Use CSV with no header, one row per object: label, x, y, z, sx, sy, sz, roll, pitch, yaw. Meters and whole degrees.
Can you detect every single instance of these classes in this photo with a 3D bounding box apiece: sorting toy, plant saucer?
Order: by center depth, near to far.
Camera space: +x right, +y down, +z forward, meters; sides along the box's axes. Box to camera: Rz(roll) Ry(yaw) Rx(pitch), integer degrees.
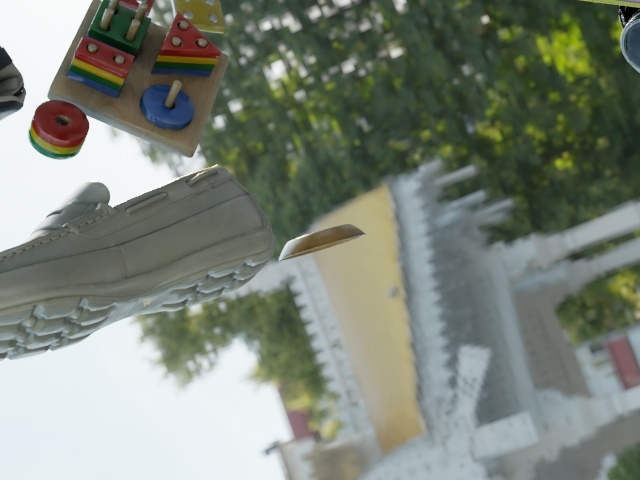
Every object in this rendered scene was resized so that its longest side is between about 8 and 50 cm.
sorting toy,-0.146,-0.158,1.268,0.132,0.046,0.274,23,-136,-8
plant saucer,0.000,0.000,1.351,0.083,0.083,0.015,-9,-98,-75

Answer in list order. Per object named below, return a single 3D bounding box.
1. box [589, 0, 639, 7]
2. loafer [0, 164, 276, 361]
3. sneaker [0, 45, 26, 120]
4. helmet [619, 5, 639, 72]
box,0.017,-0.177,0.563,0.243,0.213,0.117,-115,32,-69
loafer,-0.183,0.012,1.174,0.319,0.112,0.111,-15,-111,-39
sneaker,-0.334,-0.109,1.255,0.086,0.163,0.226,52,168,-21
helmet,0.347,-0.222,1.294,0.169,0.161,0.169,26,-132,-32
